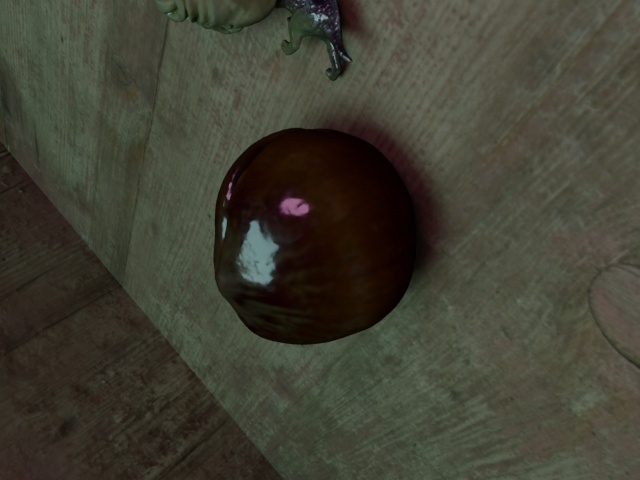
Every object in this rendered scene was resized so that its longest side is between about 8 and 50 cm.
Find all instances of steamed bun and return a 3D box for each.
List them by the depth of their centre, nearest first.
[{"bbox_3d":[-0.219,-0.513,1.132,0.289,0.203,0.276,52,138,30],"label":"steamed bun"}]

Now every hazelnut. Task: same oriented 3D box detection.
[{"bbox_3d":[0.000,0.000,1.209,0.402,0.402,0.430,23,128,36],"label":"hazelnut"}]

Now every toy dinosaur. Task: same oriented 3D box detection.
[{"bbox_3d":[-0.027,-0.418,1.131,0.294,0.077,0.162,53,151,6],"label":"toy dinosaur"}]
